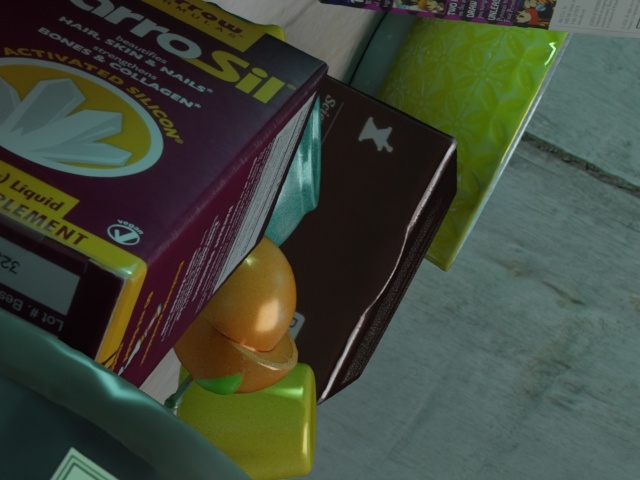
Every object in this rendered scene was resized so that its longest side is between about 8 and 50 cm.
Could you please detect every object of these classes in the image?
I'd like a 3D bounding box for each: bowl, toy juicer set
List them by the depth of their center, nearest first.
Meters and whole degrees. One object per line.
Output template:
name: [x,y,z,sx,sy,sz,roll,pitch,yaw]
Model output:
toy juicer set: [-0.047,-0.063,0.802,0.209,0.089,0.329,80,11,-67]
bowl: [0.114,-0.133,1.572,0.289,0.156,0.289,-62,175,-9]

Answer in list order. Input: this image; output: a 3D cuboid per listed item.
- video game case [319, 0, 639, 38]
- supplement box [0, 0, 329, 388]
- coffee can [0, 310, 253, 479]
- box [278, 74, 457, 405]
video game case: [0.113,-0.195,0.866,0.232,0.210,0.042,98,-4,-56]
supplement box: [-0.080,-0.018,0.550,0.081,0.104,0.188,-66,174,29]
coffee can: [-0.138,0.172,0.407,0.275,0.201,0.201,-59,174,-34]
box: [0.000,0.000,1.254,0.191,0.143,0.381,-62,176,-1]
